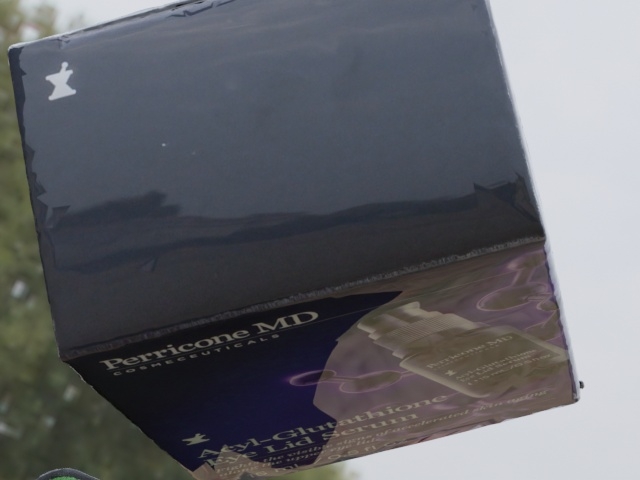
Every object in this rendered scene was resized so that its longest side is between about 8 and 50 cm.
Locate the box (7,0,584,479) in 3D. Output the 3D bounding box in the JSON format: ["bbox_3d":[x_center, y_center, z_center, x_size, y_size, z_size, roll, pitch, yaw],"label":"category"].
[{"bbox_3d":[0.000,0.000,0.677,0.153,0.108,0.207,-15,-20,7],"label":"box"}]

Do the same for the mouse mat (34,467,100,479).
[{"bbox_3d":[-0.050,0.168,0.706,0.190,0.152,0.007,20,-40,13],"label":"mouse mat"}]
